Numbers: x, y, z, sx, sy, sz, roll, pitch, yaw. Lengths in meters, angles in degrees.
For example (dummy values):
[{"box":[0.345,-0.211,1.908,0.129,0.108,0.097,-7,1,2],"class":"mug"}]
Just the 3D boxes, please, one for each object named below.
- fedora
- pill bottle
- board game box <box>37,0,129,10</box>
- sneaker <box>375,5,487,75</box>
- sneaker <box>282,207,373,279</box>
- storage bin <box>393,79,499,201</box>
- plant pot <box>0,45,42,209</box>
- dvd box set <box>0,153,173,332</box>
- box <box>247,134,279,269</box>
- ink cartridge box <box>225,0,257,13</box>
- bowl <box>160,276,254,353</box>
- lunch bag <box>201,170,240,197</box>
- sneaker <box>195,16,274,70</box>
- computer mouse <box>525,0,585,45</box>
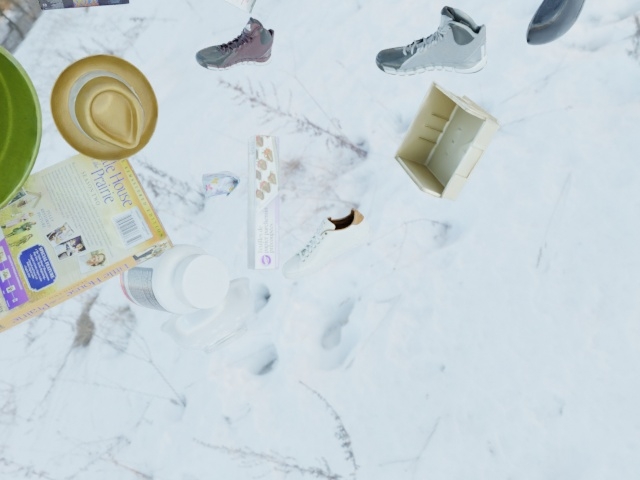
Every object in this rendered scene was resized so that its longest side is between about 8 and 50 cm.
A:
[{"box":[-0.359,-0.217,0.977,0.194,0.194,0.079,-47,45,-3],"class":"fedora"},{"box":[-0.373,0.096,1.450,0.318,0.176,0.176,0,55,48],"class":"pill bottle"},{"box":[-0.490,-0.512,1.171,0.170,0.048,0.141,-12,30,-18],"class":"board game box"},{"box":[0.222,-0.409,1.143,0.228,0.132,0.086,1,53,11],"class":"sneaker"},{"box":[0.000,0.000,1.636,0.290,0.123,0.106,-31,31,0],"class":"sneaker"},{"box":[0.362,-0.287,1.659,0.262,0.123,0.260,-63,25,25],"class":"storage bin"},{"box":[-0.776,-0.239,1.014,0.353,0.366,0.366,25,71,20],"class":"plant pot"},{"box":[-0.580,-0.020,1.248,0.420,0.062,0.308,-28,69,-13],"class":"dvd box set"},{"box":[-0.139,-0.091,1.374,0.067,0.063,0.324,178,92,-66],"class":"box"},{"box":[-0.167,-0.574,1.252,0.115,0.067,0.198,-62,25,18],"class":"ink cartridge box"},{"box":[-0.304,0.240,1.666,0.298,0.298,0.134,-36,79,13],"class":"bowl"},{"box":[-0.222,-0.128,1.278,0.083,0.053,0.071,-12,18,-9],"class":"lunch bag"},{"box":[-0.274,-0.659,1.867,0.106,0.281,0.162,55,144,23],"class":"sneaker"},{"box":[0.559,-0.551,1.261,0.072,0.188,0.272,42,128,23],"class":"computer mouse"}]
